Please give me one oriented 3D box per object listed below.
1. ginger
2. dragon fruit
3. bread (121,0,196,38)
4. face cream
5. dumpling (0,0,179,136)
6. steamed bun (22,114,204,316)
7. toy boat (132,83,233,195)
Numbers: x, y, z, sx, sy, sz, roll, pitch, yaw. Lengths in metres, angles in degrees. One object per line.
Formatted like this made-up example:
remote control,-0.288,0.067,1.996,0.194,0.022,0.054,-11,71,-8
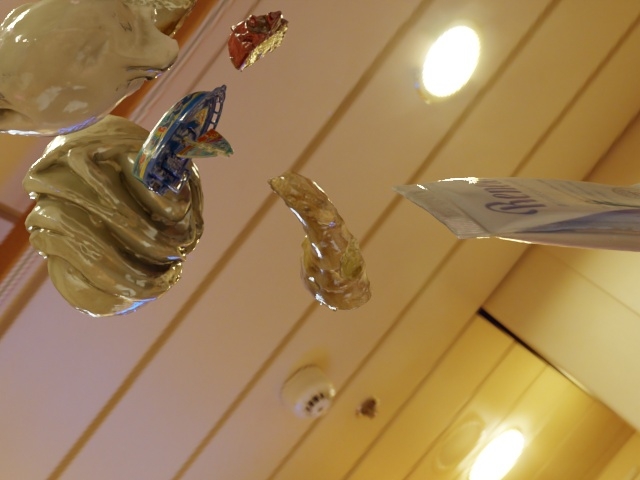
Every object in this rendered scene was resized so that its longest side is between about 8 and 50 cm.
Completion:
ginger,0.000,0.000,1.094,0.086,0.131,0.294,-37,-36,-11
dragon fruit,-0.113,-0.355,1.383,0.097,0.063,0.131,-35,-4,-20
bread,-0.257,-0.397,1.091,0.225,0.279,0.250,36,-86,-25
face cream,0.304,-0.024,0.847,0.421,0.235,0.137,1,-74,-10
dumpling,-0.224,-0.160,0.712,0.199,0.136,0.118,-13,-42,-4
steamed bun,-0.333,-0.046,1.448,0.248,0.352,0.339,-9,-62,18
toy boat,-0.161,-0.130,1.087,0.175,0.110,0.091,-60,-21,-8
